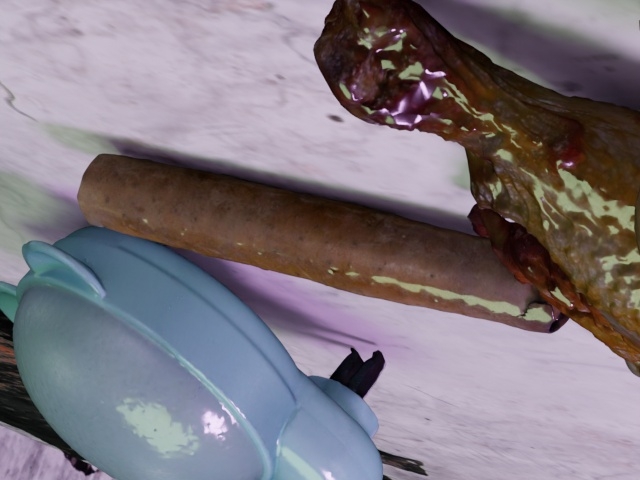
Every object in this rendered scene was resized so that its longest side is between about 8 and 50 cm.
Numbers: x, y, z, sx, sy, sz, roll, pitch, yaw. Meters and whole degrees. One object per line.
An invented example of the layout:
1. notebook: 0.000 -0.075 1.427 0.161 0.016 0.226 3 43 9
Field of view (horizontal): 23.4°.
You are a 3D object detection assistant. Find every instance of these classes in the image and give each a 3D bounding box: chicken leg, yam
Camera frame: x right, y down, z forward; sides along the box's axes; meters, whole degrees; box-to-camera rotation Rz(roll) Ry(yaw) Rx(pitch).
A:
1. chicken leg: 0.119 0.002 0.613 0.177 0.083 0.322 27 173 30
2. yam: 0.000 0.000 0.786 0.264 0.046 0.046 13 163 19

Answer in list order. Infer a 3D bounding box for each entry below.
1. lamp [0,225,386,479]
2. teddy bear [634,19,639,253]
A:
1. lamp: -0.086 0.098 1.022 0.284 0.147 0.209 23 162 -15
2. teddy bear: 0.187 -0.001 0.376 0.256 0.156 0.267 3 118 43
